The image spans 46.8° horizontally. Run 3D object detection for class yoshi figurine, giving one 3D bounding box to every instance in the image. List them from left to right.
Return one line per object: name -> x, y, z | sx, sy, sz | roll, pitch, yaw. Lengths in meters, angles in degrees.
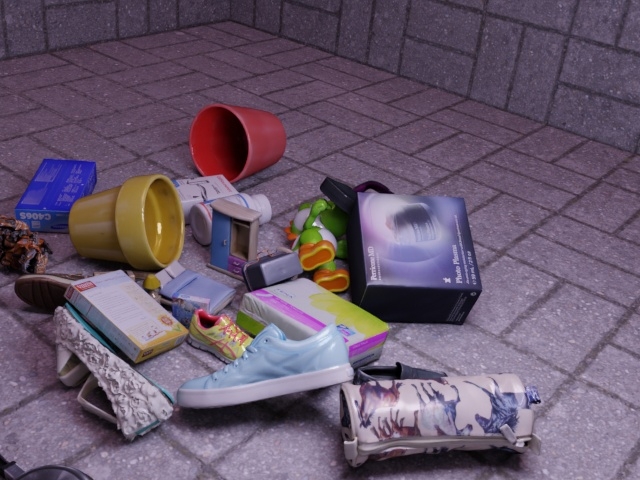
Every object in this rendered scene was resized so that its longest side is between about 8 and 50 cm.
yoshi figurine -> 0.022, -0.017, 2.070 | 0.203, 0.203, 0.362 | 19, 25, -17

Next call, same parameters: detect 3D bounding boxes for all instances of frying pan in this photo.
frying pan -> -0.507, 0.430, 1.329 | 0.197, 0.053, 0.326 | -10, 37, -28

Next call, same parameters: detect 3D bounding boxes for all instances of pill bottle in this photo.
pill bottle -> -0.258, -0.069, 2.156 | 0.222, 0.124, 0.124 | -15, 36, -34

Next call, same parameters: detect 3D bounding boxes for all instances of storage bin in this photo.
storage bin -> -0.113, 0.068, 1.816 | 0.135, 0.098, 0.091 | -19, 0, -29

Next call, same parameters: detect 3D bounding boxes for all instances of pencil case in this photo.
pencil case -> 0.227, 0.358, 1.478 | 0.410, 0.159, 0.183 | -1, 16, -13

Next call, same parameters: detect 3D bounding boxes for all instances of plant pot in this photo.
plant pot -> -0.520, -0.041, 1.964 | 0.239, 0.254, 0.254 | -5, 28, 13
plant pot -> -0.263, -0.333, 2.501 | 0.275, 0.274, 0.243 | 26, 25, 30

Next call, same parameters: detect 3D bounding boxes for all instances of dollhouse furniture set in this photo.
dollhouse furniture set -> -0.251, 0.067, 1.848 | 0.286, 0.198, 0.303 | 20, 33, 22

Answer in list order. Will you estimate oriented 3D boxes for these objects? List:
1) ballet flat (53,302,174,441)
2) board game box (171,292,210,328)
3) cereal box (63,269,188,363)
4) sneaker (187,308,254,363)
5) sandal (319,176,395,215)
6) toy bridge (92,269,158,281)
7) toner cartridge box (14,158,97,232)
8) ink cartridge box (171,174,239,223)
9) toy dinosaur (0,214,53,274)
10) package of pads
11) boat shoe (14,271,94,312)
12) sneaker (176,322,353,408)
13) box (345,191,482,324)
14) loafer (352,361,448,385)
ballet flat -> -0.469, 0.269, 1.537 | 0.147, 0.147, 0.409 | -22, 40, -40
board game box -> -0.309, 0.172, 1.761 | 0.090, 0.090, 0.020 | 9, 32, 5
cereal box -> -0.438, 0.167, 1.681 | 0.240, 0.047, 0.173 | 38, 22, 17
sneaker -> -0.215, 0.219, 1.697 | 0.209, 0.094, 0.081 | 17, 30, 15
sandal -> 0.154, -0.112, 2.146 | 0.167, 0.107, 0.446 | 44, 12, 23
toy bridge -> -0.492, 0.094, 1.909 | 0.188, 0.026, 0.063 | 1, 10, -24
toner cartridge box -> -0.786, -0.140, 2.224 | 0.165, 0.075, 0.348 | 2, 30, -6
ink cartridge box -> -0.369, -0.127, 2.270 | 0.203, 0.085, 0.148 | -11, 34, -26
toy dinosaur -> -0.835, 0.005, 1.941 | 0.218, 0.164, 0.322 | -2, 9, -43
package of pads -> -0.013, 0.196, 1.730 | 0.297, 0.101, 0.229 | 27, 23, 31
boat shoe -> -0.603, 0.122, 1.801 | 0.258, 0.095, 0.095 | 13, 26, -12
sneaker -> -0.122, 0.252, 1.530 | 0.366, 0.150, 0.135 | -11, -10, -3
box -> 0.230, 0.045, 1.900 | 0.294, 0.182, 0.296 | 2, 54, -8
loafer -> 0.181, 0.308, 1.633 | 0.223, 0.078, 0.076 | 0, 31, -11
